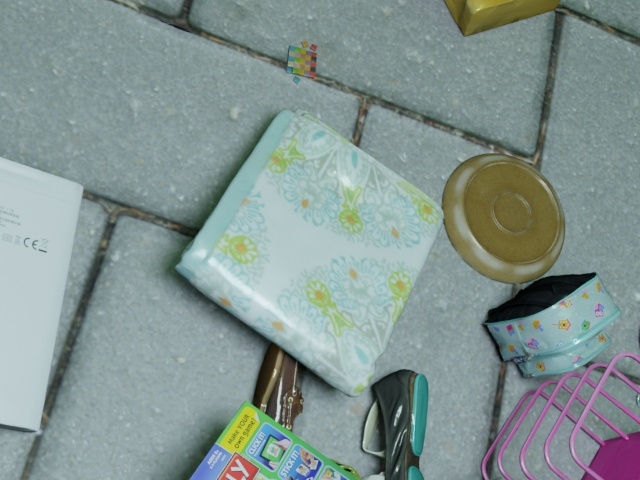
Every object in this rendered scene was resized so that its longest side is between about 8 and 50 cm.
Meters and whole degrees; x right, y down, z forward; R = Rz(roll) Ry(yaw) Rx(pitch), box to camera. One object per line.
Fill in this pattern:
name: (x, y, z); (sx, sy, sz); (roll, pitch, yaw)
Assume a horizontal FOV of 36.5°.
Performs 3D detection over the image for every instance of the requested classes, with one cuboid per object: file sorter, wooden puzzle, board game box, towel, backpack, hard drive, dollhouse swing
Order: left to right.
hard drive: (-0.455, 0.058, 1.284); (0.233, 0.047, 0.353); (20, 65, -35)
board game box: (-0.084, 0.366, 1.164); (0.213, 0.046, 0.317); (35, 43, 1)
wooden puzzle: (-0.031, -0.297, 1.614); (0.049, 0.006, 0.083); (11, 69, -17)
towel: (0.000, 0.000, 1.445); (0.320, 0.090, 0.374); (35, 52, -6)
dollhouse swing: (0.303, -0.591, 1.671); (0.315, 0.305, 0.346); (-21, 80, -24)
backpack: (0.372, 0.129, 1.519); (0.166, 0.188, 0.144); (-27, 83, -26)
file sorter: (0.393, 0.304, 1.415); (0.182, 0.290, 0.202); (40, 64, -1)

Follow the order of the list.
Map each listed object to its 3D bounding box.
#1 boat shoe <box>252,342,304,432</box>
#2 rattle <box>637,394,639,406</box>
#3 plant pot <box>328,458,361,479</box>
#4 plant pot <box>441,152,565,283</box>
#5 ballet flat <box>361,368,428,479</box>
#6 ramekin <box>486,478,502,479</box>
boat shoe: (-0.061, 0.238, 1.393); (0.073, 0.073, 0.207); (20, 74, -15)
rattle: (0.614, 0.209, 1.669); (0.130, 0.143, 0.199); (5, 85, 15)
plant pot: (0.022, 0.349, 1.378); (0.083, 0.079, 0.083); (6, 72, -18)
plant pot: (0.318, -0.044, 1.644); (0.236, 0.032, 0.236); (6, 71, -17)
ballet flat: (0.111, 0.327, 1.415); (0.096, 0.095, 0.280); (-10, 58, 22)
ramekin: (0.218, 0.469, 1.296); (0.148, 0.303, 0.303); (35, 64, 3)
